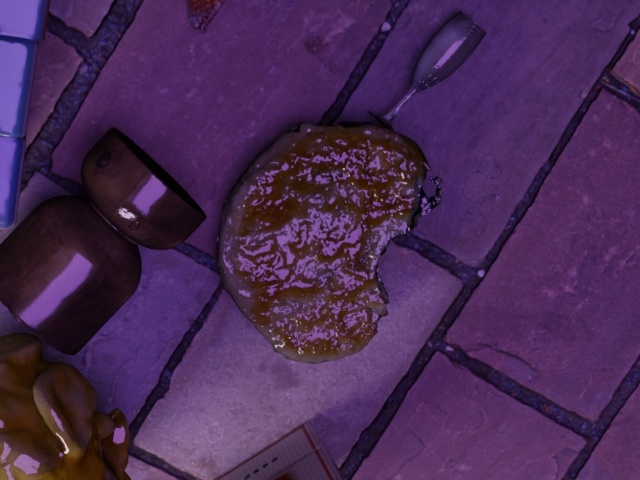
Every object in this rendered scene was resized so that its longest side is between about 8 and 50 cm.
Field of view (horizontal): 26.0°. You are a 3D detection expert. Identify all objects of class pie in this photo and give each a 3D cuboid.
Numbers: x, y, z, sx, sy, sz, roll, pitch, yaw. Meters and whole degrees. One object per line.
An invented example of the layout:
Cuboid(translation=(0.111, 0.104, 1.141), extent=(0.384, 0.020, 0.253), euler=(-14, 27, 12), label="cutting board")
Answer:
Cuboid(translation=(0.000, 0.000, 1.978), extent=(0.296, 0.078, 0.371), euler=(18, 106, -14), label="pie")

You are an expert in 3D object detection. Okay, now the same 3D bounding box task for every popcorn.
Cuboid(translation=(-0.394, 0.300, 1.846), extent=(0.294, 0.292, 0.334), euler=(-30, 121, 15), label="popcorn")

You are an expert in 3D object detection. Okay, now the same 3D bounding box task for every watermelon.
Cuboid(translation=(-0.140, -0.379, 1.884), extent=(0.098, 0.121, 0.158), euler=(34, 140, -4), label="watermelon")

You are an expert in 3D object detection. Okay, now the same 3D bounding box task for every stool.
Cuboid(translation=(-0.306, 0.003, 1.871), extent=(0.179, 0.179, 0.264), euler=(43, 92, -19), label="stool")

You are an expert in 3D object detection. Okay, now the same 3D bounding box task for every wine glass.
Cuboid(translation=(0.155, -0.237, 1.977), extent=(0.066, 0.066, 0.198), euler=(41, 93, -19), label="wine glass")

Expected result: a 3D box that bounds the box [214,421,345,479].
Cuboid(translation=(-0.050, 0.404, 1.956), extent=(0.210, 0.330, 0.095), euler=(-31, 109, -3), label="box")

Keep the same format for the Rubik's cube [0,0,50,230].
Cuboid(translation=(-0.518, -0.230, 1.674), extent=(0.347, 0.347, 0.344), euler=(7, 104, -14), label="Rubik's cube")
